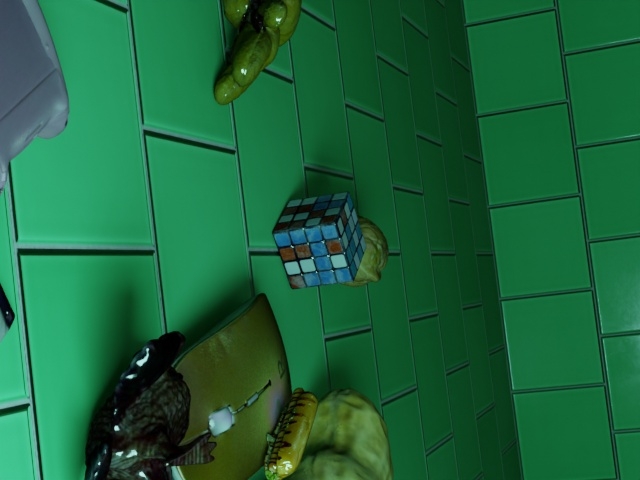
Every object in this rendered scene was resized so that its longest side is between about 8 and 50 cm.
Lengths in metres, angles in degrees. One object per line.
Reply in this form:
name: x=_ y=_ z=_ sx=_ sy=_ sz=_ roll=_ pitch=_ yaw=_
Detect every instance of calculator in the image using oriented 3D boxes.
calculator: x=-0.273 y=-0.183 z=0.849 sx=0.194 sy=0.043 sz=0.294 roll=-66 pitch=143 yaw=-57

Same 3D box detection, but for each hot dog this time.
hot dog: x=-0.033 y=0.204 z=1.201 sx=0.037 sy=0.049 sz=0.122 roll=40 pitch=39 yaw=-19

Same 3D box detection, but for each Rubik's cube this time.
Rubik's cube: x=0.000 y=0.000 z=1.516 sx=0.092 sy=0.092 sz=0.092 roll=-66 pitch=143 yaw=-58

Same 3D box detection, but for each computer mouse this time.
computer mouse: x=-0.088 y=0.159 z=1.225 sx=0.310 sy=0.072 sz=0.158 roll=-38 pitch=117 yaw=-68

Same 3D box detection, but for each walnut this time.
walnut: x=0.050 y=0.018 z=1.646 sx=0.124 sy=0.105 sz=0.105 roll=42 pitch=43 yaw=-50

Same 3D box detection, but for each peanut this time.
peanut: x=0.023 y=0.303 z=1.398 sx=0.305 sy=0.147 sz=0.147 roll=-64 pitch=142 yaw=-61

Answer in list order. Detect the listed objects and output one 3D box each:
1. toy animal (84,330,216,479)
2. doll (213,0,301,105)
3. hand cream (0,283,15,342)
toy animal: x=-0.164 y=0.159 z=0.990 sx=0.179 sy=0.116 sz=0.218 roll=-128 pitch=-142 yaw=-57
doll: x=-0.087 y=-0.256 z=1.383 sx=0.137 sy=0.097 sz=0.209 roll=118 pitch=-5 yaw=-46
hand cream: x=-0.271 y=0.101 z=0.728 sx=0.336 sy=0.076 sz=0.121 roll=-81 pitch=161 yaw=-57
